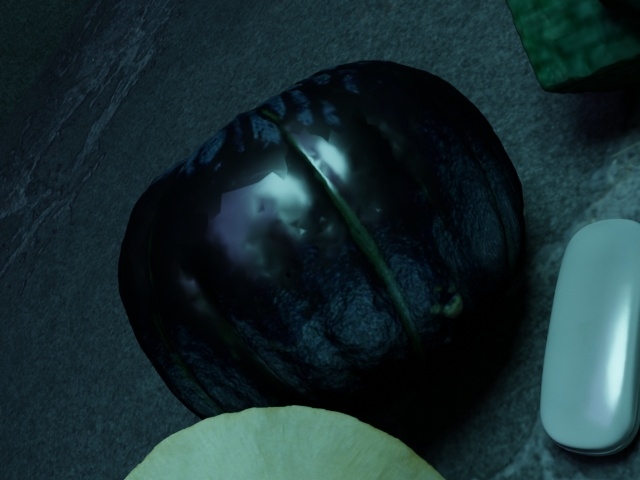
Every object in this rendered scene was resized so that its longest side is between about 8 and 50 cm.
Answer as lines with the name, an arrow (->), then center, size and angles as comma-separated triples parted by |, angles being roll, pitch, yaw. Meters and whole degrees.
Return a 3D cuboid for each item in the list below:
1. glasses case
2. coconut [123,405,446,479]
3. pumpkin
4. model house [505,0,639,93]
glasses case -> 0.225, 0.073, 0.610 | 0.076, 0.049, 0.197 | -7, 59, 44
coconut -> -0.021, 0.259, 0.508 | 0.329, 0.329, 0.328 | -27, 47, 32
pumpkin -> 0.000, 0.000, 0.685 | 0.363, 0.266, 0.363 | -34, 11, 7
model house -> 0.324, -0.272, 0.542 | 0.382, 0.335, 0.342 | -14, 52, 52
